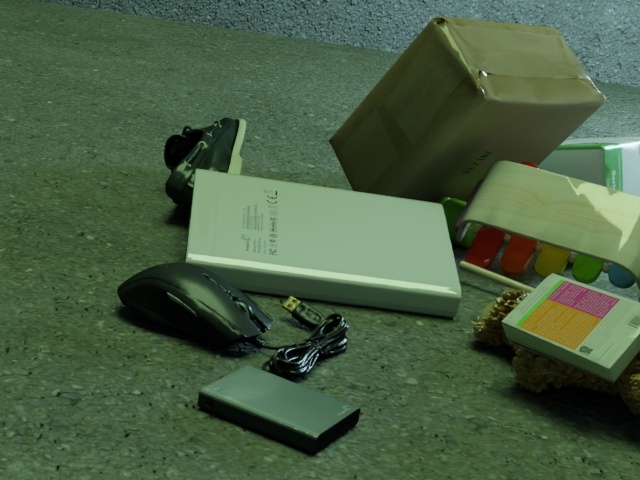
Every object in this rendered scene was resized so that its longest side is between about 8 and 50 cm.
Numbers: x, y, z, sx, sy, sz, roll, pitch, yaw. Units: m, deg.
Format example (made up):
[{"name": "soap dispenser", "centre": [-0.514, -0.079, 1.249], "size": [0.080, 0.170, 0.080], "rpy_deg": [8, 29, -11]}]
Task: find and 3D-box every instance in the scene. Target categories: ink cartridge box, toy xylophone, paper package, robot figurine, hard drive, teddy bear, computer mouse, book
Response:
[{"name": "ink cartridge box", "centre": [0.484, -0.121, 2.223], "size": [0.201, 0.117, 0.278], "rpy_deg": [2, 8, 41]}, {"name": "toy xylophone", "centre": [0.330, -0.001, 1.777], "size": [0.322, 0.081, 0.236], "rpy_deg": [26, 66, 30]}, {"name": "paper package", "centre": [0.228, -0.185, 1.967], "size": [0.309, 0.325, 0.168], "rpy_deg": [-4, 58, -40]}, {"name": "robot figurine", "centre": [0.214, -0.028, 1.929], "size": [0.115, 0.067, 0.101], "rpy_deg": [21, 32, 33]}, {"name": "hard drive", "centre": [-0.040, 0.166, 1.233], "size": [0.135, 0.022, 0.094], "rpy_deg": [18, 19, 24]}, {"name": "teddy bear", "centre": [0.330, 0.132, 1.450], "size": [0.338, 0.113, 0.245], "rpy_deg": [13, 10, 37]}, {"name": "computer mouse", "centre": [-0.090, 0.069, 1.430], "size": [0.262, 0.060, 0.184], "rpy_deg": [23, 21, 26]}, {"name": "book", "centre": [0.285, 0.091, 1.358], "size": [0.096, 0.035, 0.144], "rpy_deg": [-44, 40, -23]}, {"name": "hard drive", "centre": [0.000, 0.000, 1.665], "size": [0.353, 0.047, 0.233], "rpy_deg": [7, 32, -7]}]

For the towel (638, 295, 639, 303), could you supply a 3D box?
[{"name": "towel", "centre": [0.643, 0.108, 1.793], "size": [0.329, 0.037, 0.237], "rpy_deg": [-7, 26, -40]}]

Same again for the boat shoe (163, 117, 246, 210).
[{"name": "boat shoe", "centre": [-0.186, -0.122, 1.909], "size": [0.113, 0.127, 0.340], "rpy_deg": [19, 25, -10]}]

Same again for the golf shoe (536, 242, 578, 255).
[{"name": "golf shoe", "centre": [0.417, -0.015, 1.949], "size": [0.120, 0.105, 0.273], "rpy_deg": [23, 21, 17]}]
